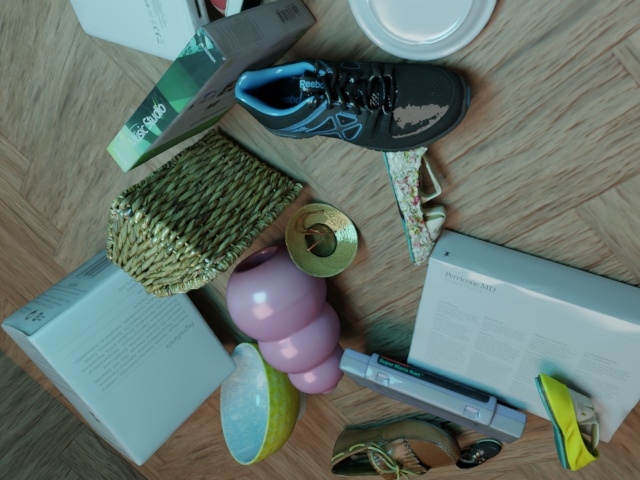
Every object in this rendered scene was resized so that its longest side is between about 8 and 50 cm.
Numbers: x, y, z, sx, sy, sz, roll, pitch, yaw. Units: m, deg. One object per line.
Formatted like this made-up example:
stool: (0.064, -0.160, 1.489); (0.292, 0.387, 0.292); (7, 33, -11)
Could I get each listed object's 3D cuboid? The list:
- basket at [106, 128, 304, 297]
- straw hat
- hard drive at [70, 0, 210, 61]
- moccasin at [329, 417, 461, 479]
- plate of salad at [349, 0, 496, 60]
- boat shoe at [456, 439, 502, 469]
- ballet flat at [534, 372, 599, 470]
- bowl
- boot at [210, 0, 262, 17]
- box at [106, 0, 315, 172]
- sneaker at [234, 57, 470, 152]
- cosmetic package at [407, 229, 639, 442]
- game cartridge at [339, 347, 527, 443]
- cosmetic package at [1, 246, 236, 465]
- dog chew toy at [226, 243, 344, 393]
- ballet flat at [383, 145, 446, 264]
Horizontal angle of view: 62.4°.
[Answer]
basket: (-0.210, -0.020, 0.980); (0.223, 0.299, 0.214); (33, 135, 5)
straw hat: (0.000, 0.000, 1.031); (0.144, 0.144, 0.061); (39, 173, -1)
hard drive: (-0.314, -0.409, 0.868); (0.307, 0.040, 0.203); (24, 145, 25)
moccasin: (0.167, 0.522, 1.285); (0.379, 0.147, 0.139); (-18, 113, 40)
plate of salad: (0.133, -0.337, 0.697); (0.199, 0.048, 0.200); (13, 138, 12)
boat shoe: (0.365, 0.495, 1.219); (0.049, 0.042, 0.133); (43, 134, -2)
ballet flat: (0.420, 0.298, 0.884); (0.077, 0.077, 0.231); (-18, 119, 16)
bowl: (-0.131, 0.409, 1.351); (0.155, 0.290, 0.289); (8, 147, -33)
boot: (-0.142, -0.455, 0.749); (0.176, 0.088, 0.244); (39, 139, 1)
box: (-0.178, -0.242, 0.833); (0.322, 0.232, 0.058); (-31, 100, 43)
sneaker: (0.039, -0.198, 0.765); (0.340, 0.139, 0.125); (2, 90, 20)
cosmetic package: (0.359, 0.166, 0.921); (0.377, 0.097, 0.285); (19, 135, 18)
game cartridge: (0.225, 0.315, 1.079); (0.354, 0.068, 0.230); (17, 158, 20)
cosmetic package: (-0.494, 0.263, 1.322); (0.329, 0.327, 0.394); (-3, 124, 50)
dog chew toy: (-0.052, 0.176, 1.095); (0.206, 0.206, 0.332); (-14, 111, 38)
ballet flat: (0.165, -0.061, 0.872); (0.077, 0.091, 0.241); (-8, 122, 20)
